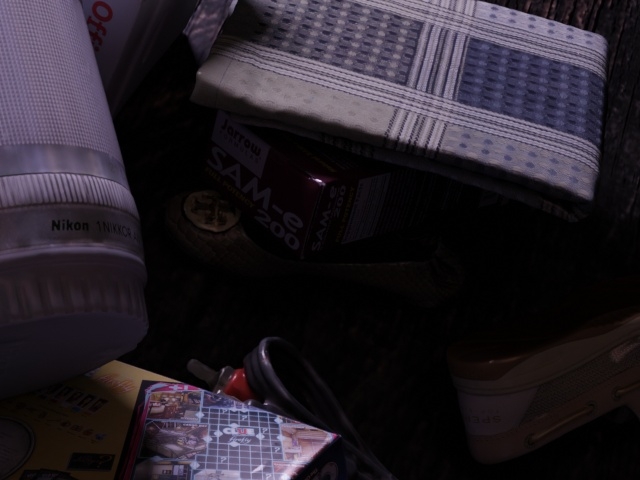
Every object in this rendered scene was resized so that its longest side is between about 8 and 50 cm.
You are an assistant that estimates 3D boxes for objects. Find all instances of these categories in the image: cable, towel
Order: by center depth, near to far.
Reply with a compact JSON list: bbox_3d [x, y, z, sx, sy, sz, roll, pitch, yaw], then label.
[{"bbox_3d":[0.013,0.177,1.243,0.287,0.072,0.139,36,40,-12],"label":"cable"},{"bbox_3d":[0.072,-0.131,1.373,0.324,0.056,0.312,17,32,1],"label":"towel"}]

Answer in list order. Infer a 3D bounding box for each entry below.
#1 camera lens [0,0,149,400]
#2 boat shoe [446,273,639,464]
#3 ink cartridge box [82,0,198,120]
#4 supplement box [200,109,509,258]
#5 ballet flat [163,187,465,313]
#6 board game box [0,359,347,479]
[{"bbox_3d":[-0.240,-0.047,1.104,0.219,0.219,0.274,-8,73,-29],"label":"camera lens"},{"bbox_3d":[0.231,0.097,1.365,0.302,0.109,0.098,-17,104,-33],"label":"boat shoe"},{"bbox_3d":[-0.232,-0.244,1.331,0.270,0.198,0.197,32,49,0],"label":"ink cartridge box"},{"bbox_3d":[0.038,-0.067,1.359,0.239,0.073,0.130,-14,41,-41],"label":"supplement box"},{"bbox_3d":[0.000,0.000,1.348,0.250,0.058,0.084,16,50,-13],"label":"ballet flat"},{"bbox_3d":[-0.127,0.154,1.099,0.243,0.042,0.165,15,39,36],"label":"board game box"}]
